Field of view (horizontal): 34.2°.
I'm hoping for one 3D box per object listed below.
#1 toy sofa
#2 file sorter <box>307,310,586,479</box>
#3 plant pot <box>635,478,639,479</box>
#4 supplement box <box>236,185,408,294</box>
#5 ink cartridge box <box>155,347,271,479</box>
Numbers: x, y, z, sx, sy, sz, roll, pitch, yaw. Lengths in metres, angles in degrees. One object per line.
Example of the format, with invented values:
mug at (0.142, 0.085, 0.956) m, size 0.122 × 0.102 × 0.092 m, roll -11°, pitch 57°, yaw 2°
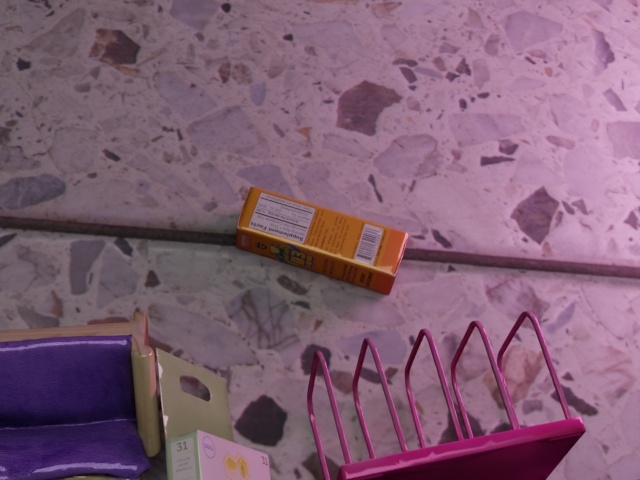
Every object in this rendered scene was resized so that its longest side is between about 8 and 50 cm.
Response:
toy sofa at (-0.377, 0.196, 1.247) m, size 0.363 × 0.150 × 0.177 m, roll -3°, pitch 23°, yaw -7°
file sorter at (0.139, 0.218, 1.301) m, size 0.291 × 0.202 × 0.182 m, roll -9°, pitch 61°, yaw -10°
plant pot at (0.421, 0.420, 1.203) m, size 0.272 × 0.271 × 0.255 m, roll -14°, pitch 50°, yaw -13°
supplement box at (0.000, 0.000, 1.468) m, size 0.234 × 0.078 × 0.080 m, roll 19°, pitch 65°, yaw 5°
ink cartridge box at (-0.126, 0.255, 1.272) m, size 0.056 × 0.171 × 0.235 m, roll -18°, pitch 62°, yaw 21°
